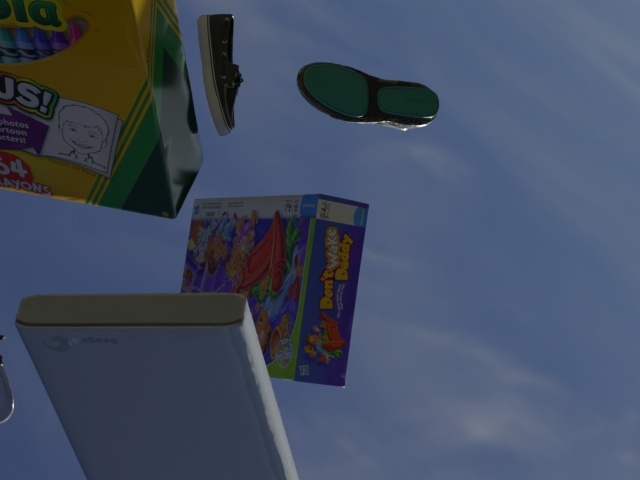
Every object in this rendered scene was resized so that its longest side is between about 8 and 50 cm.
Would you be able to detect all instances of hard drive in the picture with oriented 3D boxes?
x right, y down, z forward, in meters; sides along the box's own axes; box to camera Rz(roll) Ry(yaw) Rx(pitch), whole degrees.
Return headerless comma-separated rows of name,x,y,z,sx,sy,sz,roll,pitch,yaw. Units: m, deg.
hard drive,-0.139,0.162,1.459,0.203,0.307,0.040,-1,-132,11

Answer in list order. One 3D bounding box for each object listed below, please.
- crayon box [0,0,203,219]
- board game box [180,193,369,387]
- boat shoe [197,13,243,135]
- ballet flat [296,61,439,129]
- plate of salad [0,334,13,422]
crayon box,-0.323,-0.189,1.651,0.363,0.313,0.106,10,-130,15
board game box,-0.074,0.061,2.091,0.078,0.233,0.347,11,174,-30
boat shoe,-0.108,-0.187,1.758,0.049,0.040,0.142,51,-151,-76
ballet flat,0.046,-0.161,1.837,0.188,0.070,0.070,12,-145,-27
plate of salad,-0.358,0.091,1.500,0.200,0.200,0.048,42,-125,5
